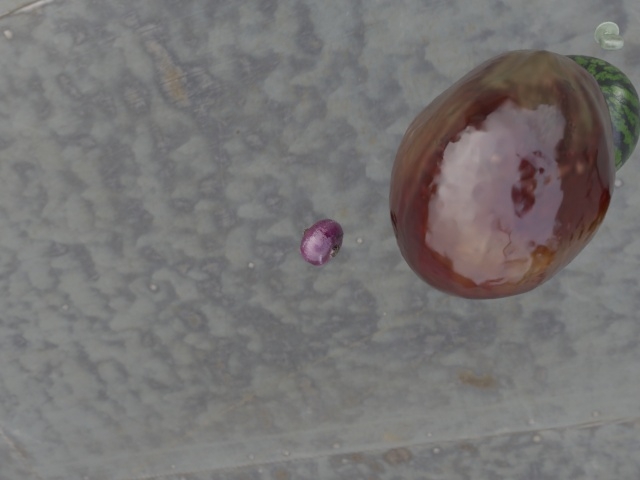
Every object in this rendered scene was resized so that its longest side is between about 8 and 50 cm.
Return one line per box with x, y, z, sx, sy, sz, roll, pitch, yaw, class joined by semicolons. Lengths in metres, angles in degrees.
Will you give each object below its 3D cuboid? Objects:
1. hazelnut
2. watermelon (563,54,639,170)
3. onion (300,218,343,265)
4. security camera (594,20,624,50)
0.298;-0.112;0.998;0.353;0.420;0.421;50;123;21;hazelnut
0.517;-0.244;1.280;0.285;0.285;0.285;4;122;7;watermelon
0.000;0.000;1.387;0.104;0.115;0.115;35;131;35;onion
0.666;-0.464;1.401;0.058;0.092;0.058;10;132;12;security camera
